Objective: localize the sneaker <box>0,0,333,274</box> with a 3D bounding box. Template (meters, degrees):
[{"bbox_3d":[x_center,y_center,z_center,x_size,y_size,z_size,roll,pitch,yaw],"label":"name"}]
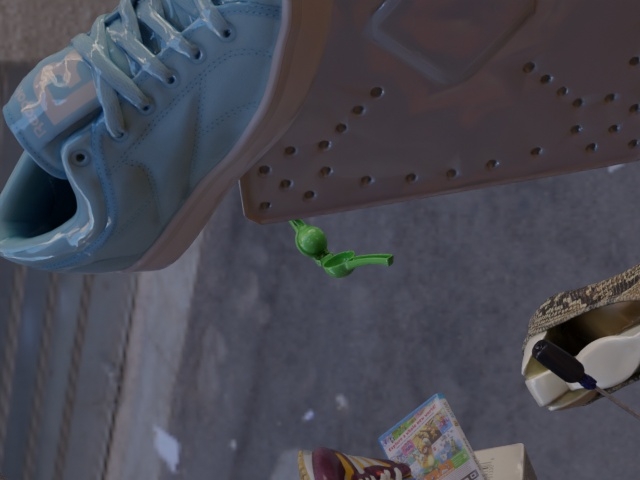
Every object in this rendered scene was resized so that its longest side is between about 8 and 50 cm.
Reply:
[{"bbox_3d":[-0.117,-0.093,0.754,0.135,0.150,0.366,55,133,27],"label":"sneaker"}]

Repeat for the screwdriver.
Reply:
[{"bbox_3d":[0.256,0.136,1.038,0.025,0.170,0.024,-24,37,62],"label":"screwdriver"}]

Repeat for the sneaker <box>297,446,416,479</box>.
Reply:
[{"bbox_3d":[0.030,0.179,0.820,0.185,0.084,0.069,62,-154,-81],"label":"sneaker"}]

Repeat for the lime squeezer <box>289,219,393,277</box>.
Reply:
[{"bbox_3d":[0.000,0.000,1.890,0.310,0.059,0.110,35,160,35],"label":"lime squeezer"}]

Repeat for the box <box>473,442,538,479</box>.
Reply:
[{"bbox_3d":[0.267,0.435,1.687,0.148,0.127,0.232,-70,-38,-57],"label":"box"}]

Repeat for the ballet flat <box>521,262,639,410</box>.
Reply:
[{"bbox_3d":[0.371,0.141,1.552,0.164,0.182,0.483,48,153,2],"label":"ballet flat"}]

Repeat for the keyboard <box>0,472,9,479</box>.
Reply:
[{"bbox_3d":[-0.384,0.224,0.956,0.317,0.201,0.033,34,154,18],"label":"keyboard"}]

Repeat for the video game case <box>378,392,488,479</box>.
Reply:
[{"bbox_3d":[0.145,0.287,1.414,0.119,0.015,0.166,-45,61,36],"label":"video game case"}]

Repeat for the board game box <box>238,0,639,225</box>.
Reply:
[{"bbox_3d":[0.106,-0.201,0.965,0.050,0.390,0.390,-104,7,-46],"label":"board game box"}]
